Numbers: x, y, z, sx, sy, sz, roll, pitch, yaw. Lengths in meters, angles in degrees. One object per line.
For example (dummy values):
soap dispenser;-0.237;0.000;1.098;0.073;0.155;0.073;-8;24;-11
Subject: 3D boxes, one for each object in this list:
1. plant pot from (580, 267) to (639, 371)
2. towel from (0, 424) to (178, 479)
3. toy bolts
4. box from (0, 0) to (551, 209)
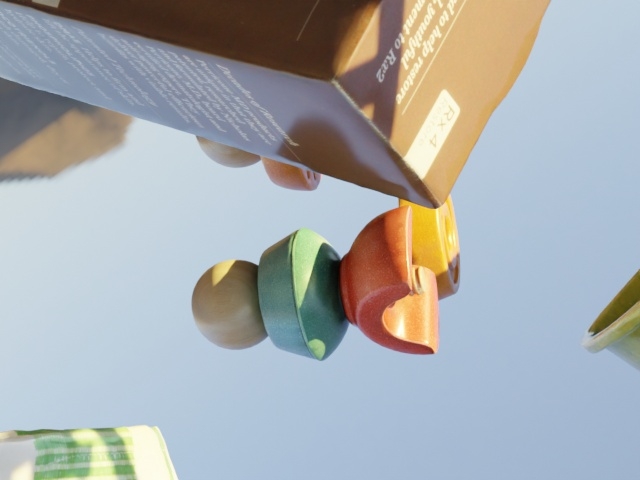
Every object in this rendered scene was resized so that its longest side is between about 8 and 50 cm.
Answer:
plant pot;0.369;0.062;1.120;0.276;0.254;0.276;-46;176;-5
towel;-0.133;0.198;0.749;0.038;0.248;0.325;-31;162;23
toy bolts;0.000;0.000;1.113;0.158;0.218;0.228;-8;-135;13
box;-0.062;-0.169;0.940;0.381;0.143;0.191;18;-107;36
